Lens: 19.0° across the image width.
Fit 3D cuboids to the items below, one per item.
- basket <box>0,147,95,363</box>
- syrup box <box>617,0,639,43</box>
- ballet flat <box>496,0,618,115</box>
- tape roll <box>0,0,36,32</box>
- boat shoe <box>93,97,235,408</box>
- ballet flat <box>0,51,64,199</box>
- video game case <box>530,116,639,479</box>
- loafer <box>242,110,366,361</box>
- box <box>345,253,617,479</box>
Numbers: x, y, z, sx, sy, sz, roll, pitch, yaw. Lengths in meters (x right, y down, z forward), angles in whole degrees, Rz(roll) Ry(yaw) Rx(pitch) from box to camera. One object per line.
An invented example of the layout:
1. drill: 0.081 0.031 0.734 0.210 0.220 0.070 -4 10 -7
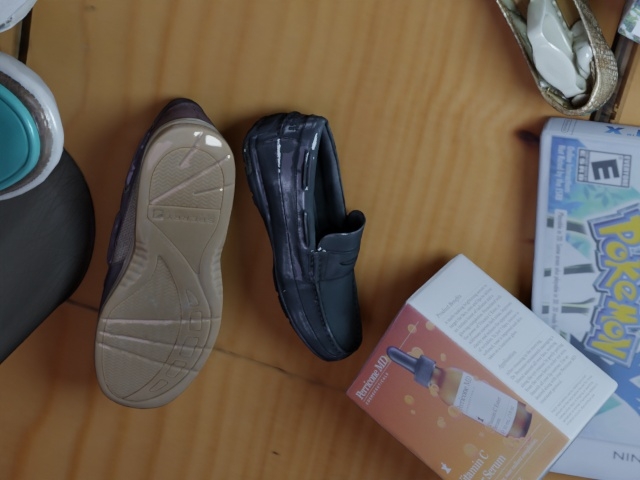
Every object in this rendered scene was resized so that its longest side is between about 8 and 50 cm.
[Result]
1. basket: -0.304 0.036 1.606 0.154 0.227 0.204 19 123 7
2. syrup box: 0.303 -0.234 1.317 0.093 0.096 0.237 27 124 0
3. ballet flat: 0.161 -0.180 1.414 0.073 0.067 0.206 -24 109 29
4. tape roll: -0.356 -0.334 1.499 0.392 0.072 0.392 8 122 13
5. boat shoe: -0.130 0.012 1.615 0.103 0.092 0.285 7 121 -8
6. ballet flat: -0.333 -0.097 1.571 0.400 0.139 0.139 -8 117 38
7. video game case: 0.317 0.069 1.528 0.300 0.036 0.329 8 121 14
8. loafer: 0.000 0.000 1.571 0.078 0.076 0.223 -3 115 29
9. box: 0.130 0.122 1.559 0.170 0.091 0.130 40 133 11
